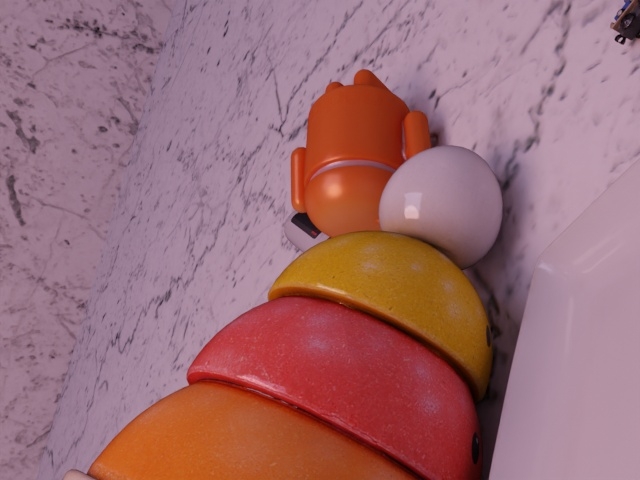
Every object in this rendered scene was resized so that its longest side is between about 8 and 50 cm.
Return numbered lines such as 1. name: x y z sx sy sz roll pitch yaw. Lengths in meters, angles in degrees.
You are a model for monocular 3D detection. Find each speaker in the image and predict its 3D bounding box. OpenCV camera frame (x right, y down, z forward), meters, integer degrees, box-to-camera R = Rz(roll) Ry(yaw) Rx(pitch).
1. speaker: 0.000 0.000 1.118 0.055 0.055 0.136 -68 25 7

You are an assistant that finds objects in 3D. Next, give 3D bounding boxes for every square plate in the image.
1. square plate: 0.205 0.071 0.523 0.347 0.049 0.344 122 171 -55

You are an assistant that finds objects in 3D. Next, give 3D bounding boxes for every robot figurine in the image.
1. robot figurine: 0.043 -0.089 1.008 0.128 0.158 0.219 95 178 -60

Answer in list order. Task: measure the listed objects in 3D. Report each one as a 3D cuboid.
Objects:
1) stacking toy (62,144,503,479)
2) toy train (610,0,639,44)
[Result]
1. stacking toy: 0.037 0.109 0.757 0.350 0.350 0.480 -13 46 61
2. toy train: 0.294 -0.231 0.716 0.158 0.027 0.036 -56 26 29
